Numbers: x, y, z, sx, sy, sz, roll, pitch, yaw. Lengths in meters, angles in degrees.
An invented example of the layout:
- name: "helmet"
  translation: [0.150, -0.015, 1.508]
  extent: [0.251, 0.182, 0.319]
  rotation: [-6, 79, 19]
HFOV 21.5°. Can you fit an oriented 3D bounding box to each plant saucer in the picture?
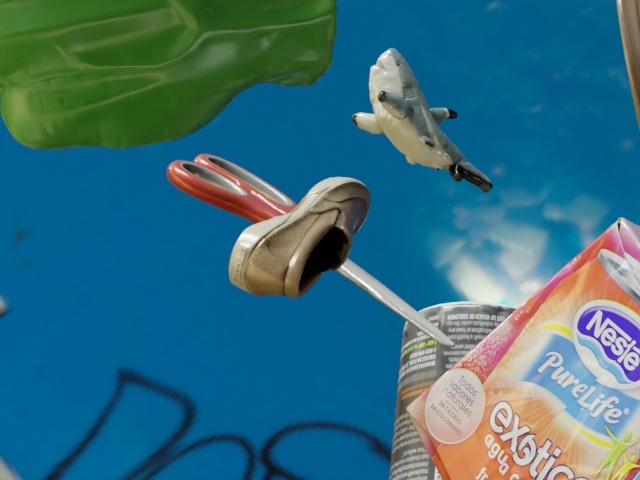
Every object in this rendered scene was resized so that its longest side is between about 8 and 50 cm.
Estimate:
- name: "plant saucer"
  translation: [0.356, -0.163, 1.763]
  extent: [0.041, 0.278, 0.278]
  rotation: [-12, -64, 16]

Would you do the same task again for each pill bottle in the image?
- name: "pill bottle"
  translation: [0.117, 0.181, 1.304]
  extent: [0.130, 0.246, 0.130]
  rotation: [6, -23, 3]

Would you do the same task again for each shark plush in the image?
- name: "shark plush"
  translation: [0.107, -0.110, 1.602]
  extent: [0.161, 0.067, 0.073]
  rotation: [39, -27, 5]

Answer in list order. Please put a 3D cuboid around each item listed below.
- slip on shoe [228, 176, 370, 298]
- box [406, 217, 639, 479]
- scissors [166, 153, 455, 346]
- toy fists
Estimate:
- name: "slip on shoe"
  translation: [0.000, 0.000, 0.942]
  extent: [0.041, 0.135, 0.051]
  rotation: [19, -69, 23]
- name: "box"
  translation: [0.176, 0.100, 0.722]
  extent: [0.128, 0.257, 0.123]
  rotation: [-45, -129, 22]
- name: "scissors"
  translation: [0.003, 0.003, 1.314]
  extent: [0.297, 0.109, 0.021]
  rotation: [30, -77, 24]
- name: "toy fists"
  translation: [-0.091, -0.170, 0.609]
  extent: [0.096, 0.142, 0.279]
  rotation: [168, -87, -67]
